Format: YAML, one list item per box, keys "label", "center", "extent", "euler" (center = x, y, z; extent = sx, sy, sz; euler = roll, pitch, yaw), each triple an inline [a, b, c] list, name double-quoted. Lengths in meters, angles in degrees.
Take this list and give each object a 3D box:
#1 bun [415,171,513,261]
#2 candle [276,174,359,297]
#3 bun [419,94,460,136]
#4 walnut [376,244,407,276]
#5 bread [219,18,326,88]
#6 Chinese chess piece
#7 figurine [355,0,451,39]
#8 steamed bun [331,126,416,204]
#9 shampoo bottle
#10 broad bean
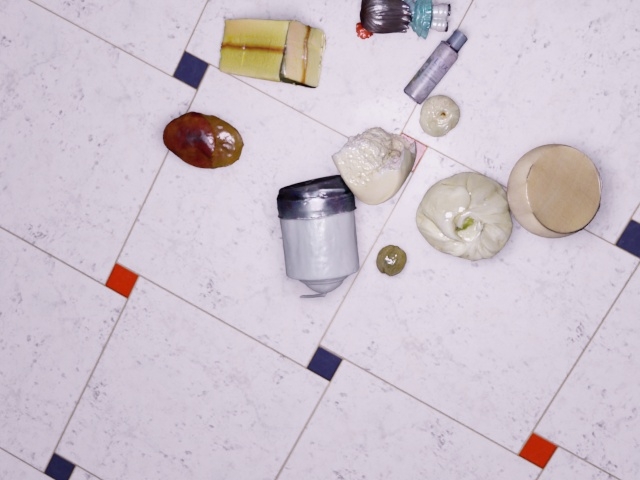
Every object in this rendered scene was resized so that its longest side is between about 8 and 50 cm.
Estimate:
- label: "bun"
  center: [0.396, -0.064, 1.889]
  extent: [0.259, 0.160, 0.259]
  euler: [1, 95, 8]
- label: "candle"
  center: [0.000, 0.000, 1.923]
  extent: [0.221, 0.221, 0.342]
  euler: [-6, 99, 9]
- label: "bun"
  center: [0.323, -0.339, 1.905]
  extent: [0.115, 0.069, 0.115]
  euler: [1, 98, 9]
- label: "walnut"
  center: [0.199, 0.056, 1.972]
  extent: [0.092, 0.092, 0.092]
  euler: [1, 98, 8]
- label: "bread"
  center: [-0.135, -0.529, 1.959]
  extent: [0.264, 0.163, 0.167]
  euler: [18, 103, 37]
- label: "Chinese chess piece"
  center: [0.613, -0.130, 1.831]
  extent: [0.250, 0.103, 0.249]
  euler: [0, 89, -18]
- label: "figurine"
  center: [0.220, -0.596, 1.869]
  extent: [0.246, 0.110, 0.137]
  euler: [6, 116, 1]
- label: "steamed bun"
  center: [0.165, -0.225, 1.867]
  extent: [0.170, 0.225, 0.200]
  euler: [-25, 108, 37]
- label: "shampoo bottle"
  center: [0.313, -0.470, 1.889]
  extent: [0.072, 0.072, 0.214]
  euler: [39, 100, 1]
- label: "broad bean"
  center: [-0.332, -0.282, 1.978]
  extent: [0.229, 0.122, 0.156]
  euler: [18, 98, 9]
